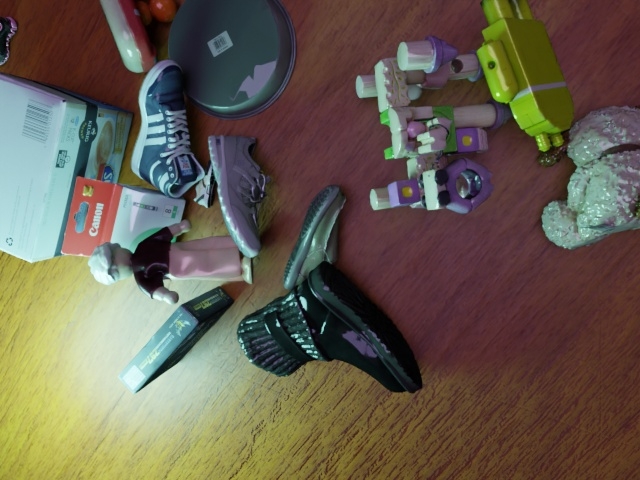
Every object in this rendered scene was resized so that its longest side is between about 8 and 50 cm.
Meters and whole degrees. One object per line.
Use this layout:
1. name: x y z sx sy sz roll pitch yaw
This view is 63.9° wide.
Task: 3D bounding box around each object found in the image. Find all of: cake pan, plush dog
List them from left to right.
1. cake pan: -0.198 -0.408 1.090 0.293 0.054 0.293 2 98 14
2. plush dog: 0.514 -0.128 0.897 0.262 0.210 0.226 -13 71 16

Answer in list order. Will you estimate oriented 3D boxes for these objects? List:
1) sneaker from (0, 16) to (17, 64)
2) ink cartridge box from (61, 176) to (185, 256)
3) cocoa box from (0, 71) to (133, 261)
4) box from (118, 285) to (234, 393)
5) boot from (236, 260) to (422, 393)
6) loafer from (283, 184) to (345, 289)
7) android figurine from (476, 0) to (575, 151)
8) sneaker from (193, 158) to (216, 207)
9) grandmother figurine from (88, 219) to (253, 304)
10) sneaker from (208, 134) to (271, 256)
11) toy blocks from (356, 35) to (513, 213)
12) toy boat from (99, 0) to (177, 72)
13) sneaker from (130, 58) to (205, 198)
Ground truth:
1. sneaker: -0.770 -0.477 1.221 0.047 0.057 0.119 26 104 7
2. ink cartridge box: -0.429 -0.030 1.128 0.056 0.224 0.181 34 110 52
3. cocoa box: -0.607 -0.162 1.133 0.231 0.228 0.347 21 102 12
4. box: -0.313 0.214 1.135 0.059 0.183 0.233 45 104 4
5. boot: 0.019 0.233 1.082 0.260 0.131 0.348 -41 94 21
6. loafer: 0.000 0.000 1.088 0.087 0.094 0.251 19 113 -14
7. android figurine: 0.357 -0.287 0.879 0.056 0.248 0.273 -18 94 46
8. sneaker: -0.258 -0.130 1.149 0.043 0.040 0.109 17 100 14
9. grandmother figurine: -0.315 0.048 1.087 0.342 0.208 0.104 -1 132 -3
10. sneaker: -0.154 -0.104 1.060 0.115 0.105 0.281 -13 73 -10
11. toy blocks: 0.240 -0.197 0.895 0.260 0.309 0.289 -8 93 -13
12. toy boat: -0.381 -0.488 1.097 0.151 0.151 0.231 -22 93 -15
13. sneaker: -0.308 -0.221 1.082 0.153 0.099 0.282 39 126 22
